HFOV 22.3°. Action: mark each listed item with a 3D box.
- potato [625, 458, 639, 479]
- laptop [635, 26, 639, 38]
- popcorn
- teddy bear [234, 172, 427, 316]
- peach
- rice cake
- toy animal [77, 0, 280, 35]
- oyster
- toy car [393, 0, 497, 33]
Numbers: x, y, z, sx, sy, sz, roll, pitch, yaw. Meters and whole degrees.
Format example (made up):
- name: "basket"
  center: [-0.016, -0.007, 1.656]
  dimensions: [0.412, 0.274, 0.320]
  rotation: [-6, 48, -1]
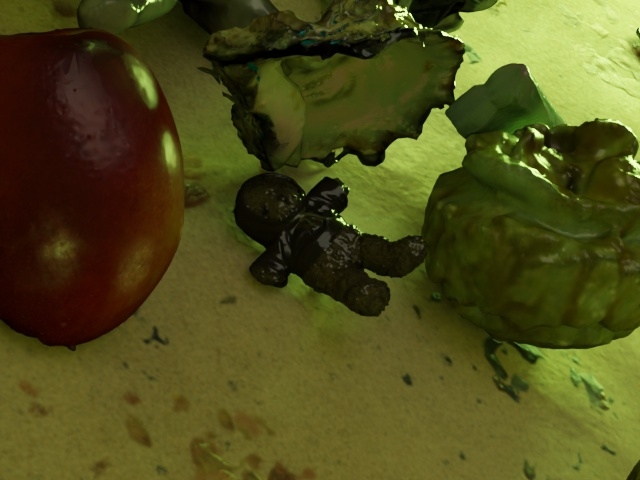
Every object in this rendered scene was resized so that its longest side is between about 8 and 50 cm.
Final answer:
- name: "potato"
  center: [0.290, 0.249, 1.252]
  dimensions: [0.157, 0.157, 0.194]
  rotation: [19, 30, -22]
- name: "laptop"
  center: [0.499, -0.188, 1.911]
  dimensions: [0.269, 0.015, 0.188]
  rotation: [-10, 59, -42]
- name: "popcorn"
  center: [0.198, 0.000, 1.384]
  dimensions: [0.221, 0.184, 0.204]
  rotation: [1, 38, -20]
- name: "teddy bear"
  center: [0.001, 0.006, 1.314]
  dimensions: [0.160, 0.078, 0.119]
  rotation: [32, 59, 18]
- name: "peach"
  center: [-0.193, -0.038, 1.163]
  dimensions: [0.196, 0.226, 0.190]
  rotation: [-2, 8, 4]
- name: "rice cake"
  center: [0.173, -0.108, 1.461]
  dimensions: [0.042, 0.080, 0.222]
  rotation: [53, 9, 18]
- name: "toy animal"
  center: [-0.143, -0.275, 1.365]
  dimensions: [0.302, 0.194, 0.344]
  rotation: [39, 16, 34]
- name: "oyster"
  center: [0.007, -0.123, 1.327]
  dimensions: [0.259, 0.198, 0.092]
  rotation: [-5, 57, -49]
- name: "toy car"
  center: [0.092, -0.311, 1.565]
  dimensions: [0.172, 0.235, 0.158]
  rotation: [-17, 52, -46]
